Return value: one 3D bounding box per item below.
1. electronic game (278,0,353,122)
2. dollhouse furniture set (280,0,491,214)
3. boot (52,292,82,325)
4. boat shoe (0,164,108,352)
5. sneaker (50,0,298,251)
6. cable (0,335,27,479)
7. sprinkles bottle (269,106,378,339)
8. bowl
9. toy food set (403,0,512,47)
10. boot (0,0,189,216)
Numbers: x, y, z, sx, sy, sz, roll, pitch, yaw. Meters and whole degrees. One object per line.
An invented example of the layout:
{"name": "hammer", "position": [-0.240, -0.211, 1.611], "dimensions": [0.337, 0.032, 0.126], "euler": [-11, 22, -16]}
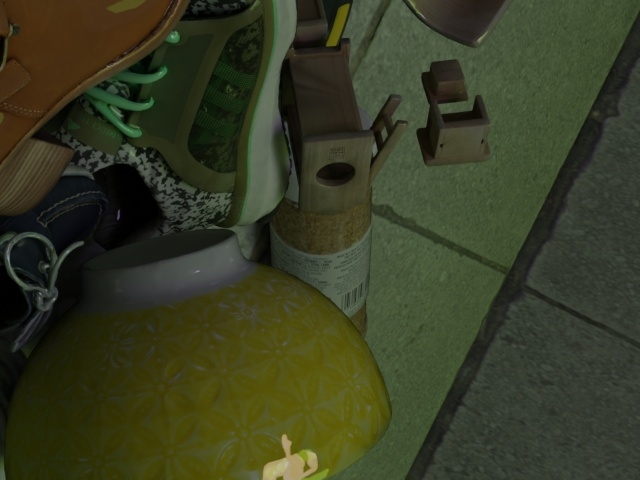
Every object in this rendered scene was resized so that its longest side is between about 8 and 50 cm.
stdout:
{"name": "electronic game", "position": [-0.031, -0.207, 1.111], "dimensions": [0.229, 0.048, 0.229], "euler": [-49, 156, -31]}
{"name": "dollhouse furniture set", "position": [0.048, -0.129, 1.014], "dimensions": [0.101, 0.161, 0.182], "euler": [95, -13, -55]}
{"name": "boot", "position": [-0.190, 0.096, 1.075], "dimensions": [0.123, 0.095, 0.258], "euler": [-19, 157, -18]}
{"name": "boat shoe", "position": [-0.220, 0.029, 0.773], "dimensions": [0.254, 0.079, 0.095], "euler": [-38, 154, -51]}
{"name": "sneaker", "position": [-0.127, -0.118, 0.877], "dimensions": [0.182, 0.158, 0.410], "euler": [-39, 147, -26]}
{"name": "cable", "position": [-0.315, 0.172, 0.841], "dimensions": [0.257, 0.089, 0.257], "euler": [-51, 157, -31]}
{"name": "sprinkles bottle", "position": [0.000, 0.000, 1.333], "dimensions": [0.121, 0.121, 0.355], "euler": [-49, 156, -32]}
{"name": "bowl", "position": [-0.101, 0.080, 0.849], "dimensions": [0.289, 0.289, 0.156], "euler": [-28, 110, -57]}
{"name": "toy food set", "position": [0.110, -0.326, 0.911], "dimensions": [0.219, 0.092, 0.306], "euler": [-58, 137, -13]}
{"name": "boot", "position": [-0.184, -0.146, 0.634], "dimensions": [0.283, 0.109, 0.220], "euler": [-56, 160, 5]}
